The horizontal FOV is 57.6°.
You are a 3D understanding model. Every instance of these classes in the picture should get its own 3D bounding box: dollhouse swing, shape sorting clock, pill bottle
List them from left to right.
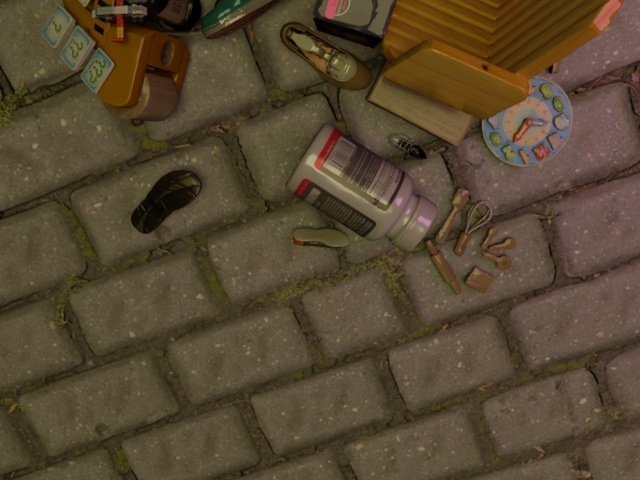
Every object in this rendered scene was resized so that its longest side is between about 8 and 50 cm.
[{"bbox_3d":[0.096,-0.110,1.316,0.318,0.176,0.176,32,103,-6],"label":"pill bottle"},{"bbox_3d":[0.327,-0.467,1.075,0.315,0.305,0.347,22,65,-6],"label":"dollhouse swing"},{"bbox_3d":[0.474,-0.272,1.335,0.206,0.040,0.206,0,104,1],"label":"shape sorting clock"}]

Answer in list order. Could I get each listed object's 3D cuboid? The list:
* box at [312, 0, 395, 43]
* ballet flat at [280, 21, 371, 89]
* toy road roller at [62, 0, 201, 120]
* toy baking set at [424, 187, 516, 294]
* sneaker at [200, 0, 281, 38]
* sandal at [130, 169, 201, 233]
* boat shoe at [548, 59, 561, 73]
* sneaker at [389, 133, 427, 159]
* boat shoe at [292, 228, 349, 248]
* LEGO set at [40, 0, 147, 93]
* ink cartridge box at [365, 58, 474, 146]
[{"bbox_3d":[0.075,-0.494,1.169,0.143,0.270,0.165,17,104,-3],"label":"box"},{"bbox_3d":[0.009,-0.405,1.295,0.232,0.073,0.080,29,104,-6],"label":"ballet flat"},{"bbox_3d":[-0.420,-0.436,1.241,0.240,0.202,0.330,17,102,11],"label":"toy road roller"},{"bbox_3d":[0.358,0.008,1.419,0.196,0.030,0.256,-36,101,7],"label":"toy baking set"},{"bbox_3d":[-0.146,-0.555,1.249,0.302,0.108,0.121,-35,100,1],"label":"sneaker"},{"bbox_3d":[-0.367,-0.095,1.397,0.219,0.060,0.090,-41,94,25],"label":"sandal"},{"bbox_3d":[0.540,-0.436,1.286,0.045,0.050,0.135,10,105,4],"label":"boat shoe"},{"bbox_3d":[0.206,-0.215,1.341,0.098,0.069,0.038,25,103,-5],"label":"sneaker"},{"bbox_3d":[0.000,0.000,1.417,0.137,0.049,0.043,5,147,-2],"label":"boat shoe"},{"bbox_3d":[-0.436,-0.436,1.116,0.182,0.060,0.244,48,111,10],"label":"LEGO set"},{"bbox_3d":[0.246,-0.348,1.297,0.234,0.088,0.193,27,102,-5],"label":"ink cartridge box"}]
